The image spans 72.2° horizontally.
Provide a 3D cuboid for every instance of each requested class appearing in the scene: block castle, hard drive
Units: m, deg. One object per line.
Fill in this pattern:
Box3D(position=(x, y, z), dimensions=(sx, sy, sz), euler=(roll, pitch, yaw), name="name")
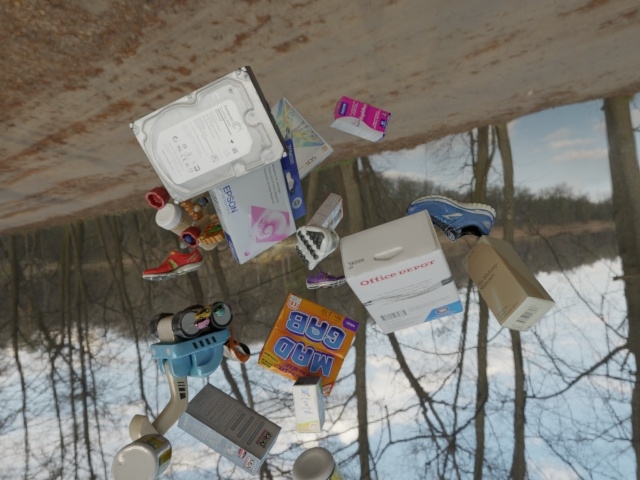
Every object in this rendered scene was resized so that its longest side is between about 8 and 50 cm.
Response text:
Box3D(position=(-0.438, -0.143, 1.710), dimensions=(0.454, 0.303, 0.212), euler=(-15, -148, 35), name="block castle")
Box3D(position=(-0.279, -0.259, 1.114), dimensions=(0.339, 0.236, 0.064), euler=(-20, -160, 13), name="hard drive")

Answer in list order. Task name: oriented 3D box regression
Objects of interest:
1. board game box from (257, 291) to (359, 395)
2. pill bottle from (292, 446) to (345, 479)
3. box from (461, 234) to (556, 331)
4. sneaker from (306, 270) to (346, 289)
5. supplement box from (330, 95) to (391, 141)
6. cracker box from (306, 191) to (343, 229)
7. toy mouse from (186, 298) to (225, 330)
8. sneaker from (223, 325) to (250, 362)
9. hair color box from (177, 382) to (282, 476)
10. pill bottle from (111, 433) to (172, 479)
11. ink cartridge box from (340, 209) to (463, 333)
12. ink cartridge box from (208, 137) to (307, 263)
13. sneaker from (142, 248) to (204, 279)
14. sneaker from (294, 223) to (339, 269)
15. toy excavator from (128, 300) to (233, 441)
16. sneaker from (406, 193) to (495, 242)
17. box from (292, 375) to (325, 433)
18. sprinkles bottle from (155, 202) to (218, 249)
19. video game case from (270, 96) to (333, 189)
Box3D(position=(-0.071, 0.489, 2.146), dimensions=(0.357, 0.356, 0.356), euler=(25, 169, -2), name="board game box")
Box3D(position=(0.011, 0.585, 1.031), dimensions=(0.103, 0.184, 0.103), euler=(-19, -158, 8), name="pill bottle")
Box3D(position=(0.614, 0.136, 1.465), dimensions=(0.121, 0.147, 0.311), euler=(14, -147, -22), name="box")
Box3D(position=(0.025, 0.158, 1.820), dimensions=(0.170, 0.071, 0.068), euler=(-5, 159, 0), name="sneaker")
Box3D(position=(0.167, -0.508, 1.850), dimensions=(0.220, 0.111, 0.114), euler=(16, 178, -11), name="supplement box")
Box3D(position=(0.026, -0.098, 2.125), dimensions=(0.067, 0.232, 0.155), euler=(25, 150, 21), name="cracker box")
Box3D(position=(-0.366, 0.254, 1.462), dimensions=(0.143, 0.031, 0.161), euler=(-5, -152, 44), name="toy mouse")
Box3D(position=(-0.438, 0.455, 1.970), dimensions=(0.121, 0.262, 0.099), euler=(-21, -160, 40), name="sneaker")
Box3D(position=(-0.370, 0.763, 1.794), dimensions=(0.375, 0.113, 0.185), euler=(26, -153, 12), name="hair color box")
Box3D(position=(-0.474, 0.594, 1.193), dimensions=(0.118, 0.117, 0.208), euler=(-5, 166, -6), name="pill bottle")
Box3D(position=(0.267, 0.115, 1.404), dimensions=(0.286, 0.166, 0.395), euler=(-19, 139, 14), name="ink cartridge box")
Box3D(position=(-0.180, -0.127, 1.452), dimensions=(0.330, 0.323, 0.071), euler=(-33, -135, -23), name="ink cartridge box")
Box3D(position=(-0.682, 0.108, 2.020), dimensions=(0.279, 0.118, 0.107), euler=(-17, 173, -29), name="sneaker")
Box3D(position=(0.000, 0.000, 1.253), dimensions=(0.118, 0.110, 0.292), euler=(-31, 175, -12), name="sneaker")
Box3D(position=(-0.515, 0.484, 1.645), dimensions=(0.223, 0.444, 0.433), euler=(-14, 177, 40), name="toy excavator")
Box3D(position=(0.491, -0.079, 1.681), dimensions=(0.331, 0.147, 0.129), euler=(10, 159, 15), name="sneaker")
Box3D(position=(-0.047, 0.691, 1.852), dimensions=(0.103, 0.202, 0.114), euler=(-6, -179, 11), name="box")
Box3D(position=(-0.661, -0.062, 2.215), dimensions=(0.121, 0.121, 0.355), euler=(-7, 156, 24), name="sprinkles bottle")
Box3D(position=(-0.162, -0.414, 1.918), dimensions=(0.300, 0.329, 0.036), euler=(-42, 172, 1), name="video game case")
